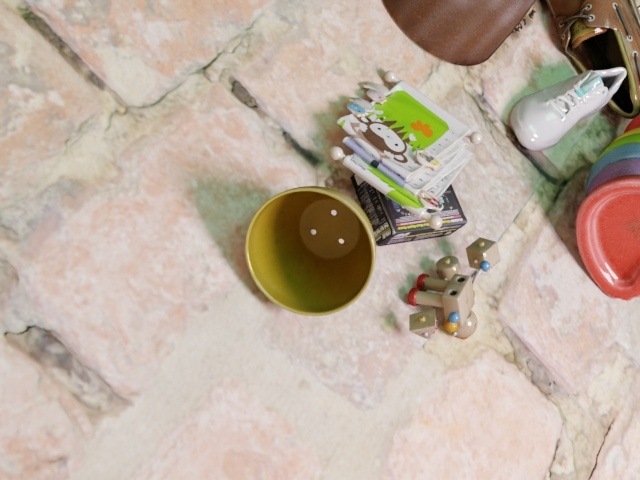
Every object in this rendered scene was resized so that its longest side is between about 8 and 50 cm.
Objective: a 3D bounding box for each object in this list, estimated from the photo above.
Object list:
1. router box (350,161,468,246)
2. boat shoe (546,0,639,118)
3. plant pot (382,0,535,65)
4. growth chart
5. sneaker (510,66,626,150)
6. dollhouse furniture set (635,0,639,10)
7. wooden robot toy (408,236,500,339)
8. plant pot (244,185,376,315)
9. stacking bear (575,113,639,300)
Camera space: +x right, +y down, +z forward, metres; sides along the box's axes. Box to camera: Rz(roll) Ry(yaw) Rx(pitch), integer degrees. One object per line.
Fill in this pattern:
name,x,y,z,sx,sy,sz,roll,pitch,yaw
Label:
router box,0.105,-0.047,1.238,0.122,0.038,0.092,-8,69,-37
boat shoe,0.407,-0.321,1.555,0.104,0.111,0.307,-33,87,-43
plant pot,0.223,-0.382,1.379,0.215,0.230,0.215,17,56,-27
growth chart,0.099,-0.116,1.241,0.172,0.021,0.237,32,39,3
sneaker,0.346,-0.195,1.452,0.212,0.094,0.080,-33,87,-38
dollhouse furniture set,0.487,-0.430,1.650,0.151,0.144,0.123,-35,87,-6
wooden robot toy,0.152,0.074,1.203,0.173,0.076,0.079,-51,134,-41
plant pot,0.000,0.000,1.092,0.134,0.134,0.095,49,22,-3
stacking bear,0.450,-0.081,1.432,0.164,0.175,0.289,50,38,-12
